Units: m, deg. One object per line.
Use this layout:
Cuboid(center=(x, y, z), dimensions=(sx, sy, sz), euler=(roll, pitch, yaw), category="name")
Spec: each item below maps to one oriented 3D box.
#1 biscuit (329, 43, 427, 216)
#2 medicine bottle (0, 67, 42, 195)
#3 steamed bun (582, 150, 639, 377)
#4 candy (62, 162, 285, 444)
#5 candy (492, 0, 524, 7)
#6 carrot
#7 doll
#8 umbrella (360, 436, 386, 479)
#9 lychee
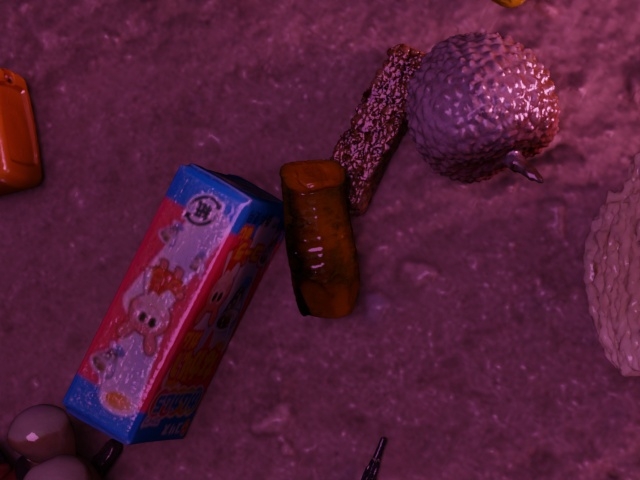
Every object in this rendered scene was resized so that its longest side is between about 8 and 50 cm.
Cuboid(center=(0.064, -0.125, 1.822), dimensions=(0.064, 0.034, 0.199), euler=(31, 96, 18), category="biscuit")
Cuboid(center=(-0.458, -0.113, 1.947), dimensions=(0.222, 0.112, 0.149), euler=(-13, 83, 16), category="medicine bottle")
Cuboid(center=(0.396, 0.004, 1.620), dimensions=(0.272, 0.273, 0.290), euler=(0, 82, 61), category="steamed bun")
Cuboid(center=(-0.154, 0.074, 1.815), dimensions=(0.100, 0.157, 0.306), euler=(30, 95, 17), category="candy")
Cuboid(center=(0.169, -0.343, 1.774), dimensions=(0.106, 0.094, 0.199), euler=(-30, 84, 8), category="candy")
Cuboid(center=(0.000, 0.000, 1.794), dimensions=(0.082, 0.082, 0.173), euler=(-2, 110, 18), category="carrot")
Cuboid(center=(-0.373, 0.339, 1.871), dimensions=(0.330, 0.174, 0.235), euler=(-37, 46, 10), category="doll")
Cuboid(center=(0.017, 0.342, 1.807), dimensions=(0.044, 0.044, 0.269), euler=(17, 91, -10), category="umbrella")
Cuboid(center=(0.173, -0.131, 1.721), dimensions=(0.165, 0.165, 0.197), euler=(-28, 67, 14), category="lychee")
